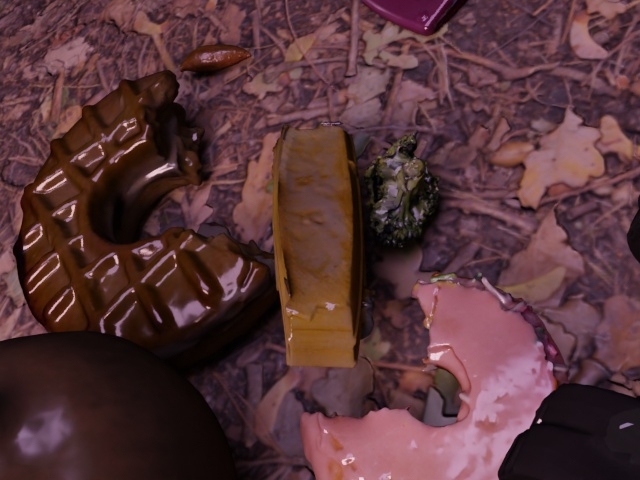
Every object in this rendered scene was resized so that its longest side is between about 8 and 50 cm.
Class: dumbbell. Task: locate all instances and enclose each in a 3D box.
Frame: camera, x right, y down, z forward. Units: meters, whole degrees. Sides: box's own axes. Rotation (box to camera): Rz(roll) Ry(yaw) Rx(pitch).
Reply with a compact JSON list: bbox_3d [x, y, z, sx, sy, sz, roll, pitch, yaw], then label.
[{"bbox_3d":[0.263,0.084,0.645,0.185,0.185,0.388,19,69,34],"label":"dumbbell"}]

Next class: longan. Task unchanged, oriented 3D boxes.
[{"bbox_3d":[-0.210,0.221,0.775,0.297,0.297,0.297,-12,57,20],"label":"longan"}]

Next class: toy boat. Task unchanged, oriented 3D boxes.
[{"bbox_3d":[0.000,0.000,0.881,0.089,0.115,0.310,-2,45,-3],"label":"toy boat"}]

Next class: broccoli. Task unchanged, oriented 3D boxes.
[{"bbox_3d":[0.078,-0.049,0.906,0.097,0.092,0.095,-34,72,-14],"label":"broccoli"}]

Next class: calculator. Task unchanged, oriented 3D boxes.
[{"bbox_3d":[0.140,-0.325,1.071,0.190,0.034,0.126,-49,55,-5],"label":"calculator"}]

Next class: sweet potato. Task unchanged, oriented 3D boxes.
[{"bbox_3d":[-0.129,-0.224,1.147,0.095,0.034,0.034,-7,59,12],"label":"sweet potato"}]

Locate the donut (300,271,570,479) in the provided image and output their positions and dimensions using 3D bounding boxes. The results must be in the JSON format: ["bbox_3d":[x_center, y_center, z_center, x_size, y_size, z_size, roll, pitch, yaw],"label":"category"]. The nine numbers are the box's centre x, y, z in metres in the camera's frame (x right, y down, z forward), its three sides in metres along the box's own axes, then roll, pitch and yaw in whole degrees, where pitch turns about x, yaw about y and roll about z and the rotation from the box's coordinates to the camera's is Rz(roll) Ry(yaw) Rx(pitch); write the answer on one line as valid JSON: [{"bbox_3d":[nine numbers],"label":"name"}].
[{"bbox_3d":[0.109,0.150,0.774,0.233,0.085,0.199,-47,52,-5],"label":"donut"}]

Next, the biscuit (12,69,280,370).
[{"bbox_3d":[-0.205,-0.009,1.008,0.268,0.115,0.366,-35,51,3],"label":"biscuit"}]
